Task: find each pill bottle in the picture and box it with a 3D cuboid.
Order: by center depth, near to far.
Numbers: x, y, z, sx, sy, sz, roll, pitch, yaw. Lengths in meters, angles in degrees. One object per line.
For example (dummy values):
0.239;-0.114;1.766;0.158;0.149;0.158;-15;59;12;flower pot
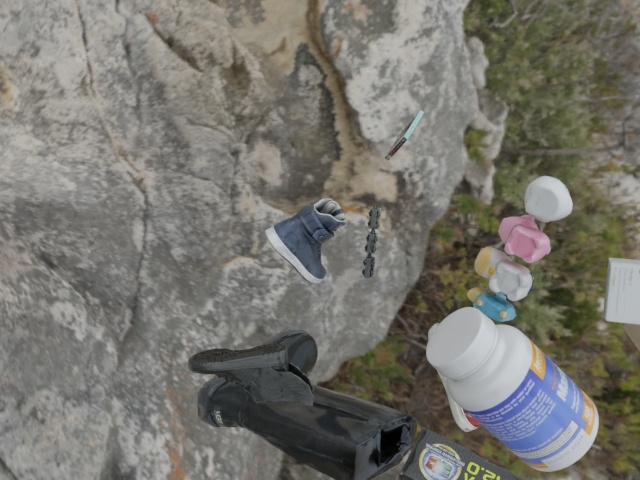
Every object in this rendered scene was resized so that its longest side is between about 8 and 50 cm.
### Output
0.298;0.230;1.093;0.272;0.152;0.152;42;74;-18;pill bottle

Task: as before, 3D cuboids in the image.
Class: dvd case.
0.193;-0.242;1.603;0.013;0.119;0.087;34;67;-3;dvd case

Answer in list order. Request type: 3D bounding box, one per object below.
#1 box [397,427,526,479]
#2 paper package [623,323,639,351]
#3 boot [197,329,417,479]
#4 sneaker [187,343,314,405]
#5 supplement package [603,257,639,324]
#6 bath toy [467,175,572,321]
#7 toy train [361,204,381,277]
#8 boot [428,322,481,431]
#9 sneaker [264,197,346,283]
0.184;0.335;0.770;0.060;0.216;0.270;-52;158;-32;box
0.854;0.223;1.509;0.168;0.325;0.309;-21;146;-6;paper package
0.011;0.338;1.489;0.367;0.445;0.146;-31;115;-44;boot
-0.097;0.197;0.978;0.170;0.051;0.089;-7;105;0;sneaker
0.588;0.091;1.191;0.105;0.179;0.105;-8;101;-69;supplement package
0.452;0.009;1.555;0.129;0.151;0.348;-15;134;-50;bath toy
0.111;0.002;1.481;0.036;0.027;0.158;-23;121;-70;toy train
0.338;0.258;1.467;0.088;0.176;0.244;27;36;-47;boot
0.000;0.001;1.532;0.163;0.086;0.226;-35;142;6;sneaker
